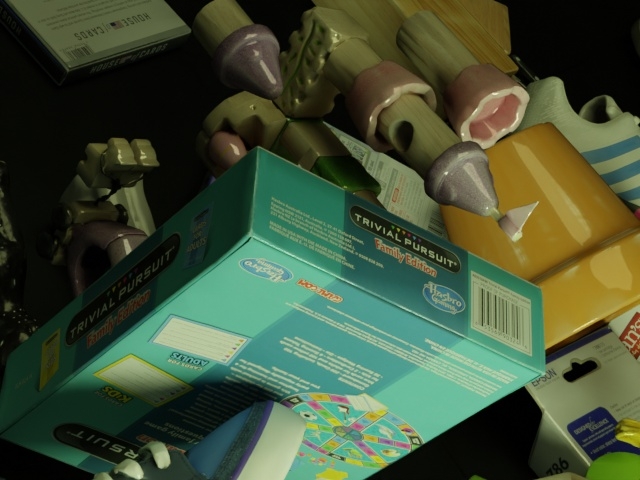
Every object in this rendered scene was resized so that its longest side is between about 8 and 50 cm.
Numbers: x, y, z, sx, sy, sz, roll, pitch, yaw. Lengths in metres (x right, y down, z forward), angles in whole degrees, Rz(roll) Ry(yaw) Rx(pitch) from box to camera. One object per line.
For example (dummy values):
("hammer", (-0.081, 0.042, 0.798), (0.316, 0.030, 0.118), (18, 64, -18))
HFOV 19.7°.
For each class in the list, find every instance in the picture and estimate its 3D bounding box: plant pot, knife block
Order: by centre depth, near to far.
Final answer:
("plant pot", (0.206, 0.000, 1.724), (0.205, 0.205, 0.188), (-20, 78, -45))
("knife block", (0.126, -0.174, 1.966), (0.275, 0.088, 0.242), (22, 40, -17))

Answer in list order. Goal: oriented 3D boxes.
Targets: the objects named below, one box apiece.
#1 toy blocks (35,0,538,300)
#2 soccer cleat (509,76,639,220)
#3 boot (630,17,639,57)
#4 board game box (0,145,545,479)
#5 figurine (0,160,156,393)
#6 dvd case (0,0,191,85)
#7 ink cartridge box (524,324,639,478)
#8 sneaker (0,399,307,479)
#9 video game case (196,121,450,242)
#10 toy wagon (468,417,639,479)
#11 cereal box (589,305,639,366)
("toy blocks", (0.008, -0.006, 1.437), (0.309, 0.289, 0.260), (0, 42, -44))
("soccer cleat", (0.325, -0.067, 1.914), (0.331, 0.116, 0.143), (23, 66, -38))
("boot", (0.603, -0.284, 2.259), (0.377, 0.284, 0.138), (15, 43, -22))
("board game box", (-0.043, 0.089, 1.349), (0.253, 0.336, 0.079), (26, 48, -28))
("figurine", (-0.205, 0.043, 1.527), (0.215, 0.092, 0.209), (-2, 59, -37))
("dvd case", (-0.264, -0.262, 1.825), (0.239, 0.029, 0.179), (48, 41, 15))
("ink cartridge box", (0.314, 0.240, 1.704), (0.165, 0.065, 0.333), (-19, 64, -45))
("sneaker", (-0.188, 0.183, 1.263), (0.236, 0.130, 0.323), (39, 77, 0))
("video game case", (0.000, 0.000, 1.723), (0.244, 0.061, 0.269), (30, 39, -9))
("toy wagon", (0.229, 0.287, 1.533), (0.267, 0.068, 0.344), (23, 43, 11))
("cereal box", (0.404, 0.115, 1.830), (0.240, 0.047, 0.173), (36, 81, 1))
